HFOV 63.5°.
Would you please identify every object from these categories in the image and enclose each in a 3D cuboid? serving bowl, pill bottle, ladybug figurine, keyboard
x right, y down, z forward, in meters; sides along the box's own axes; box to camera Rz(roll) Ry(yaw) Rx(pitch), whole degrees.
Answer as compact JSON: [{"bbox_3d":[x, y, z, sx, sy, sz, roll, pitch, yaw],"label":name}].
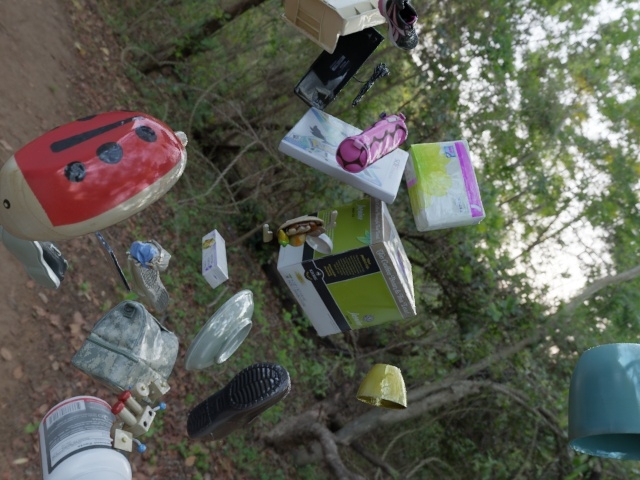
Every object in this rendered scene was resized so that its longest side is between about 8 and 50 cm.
[{"bbox_3d":[0.000,0.000,1.381,0.083,0.027,0.083,28,-25,14],"label":"serving bowl"},{"bbox_3d":[-0.483,0.463,1.063,0.283,0.161,0.161,32,-19,54],"label":"pill bottle"},{"bbox_3d":[-0.519,-0.169,1.177,0.305,0.449,0.162,45,-25,33],"label":"ladybug figurine"},{"bbox_3d":[0.085,-0.524,1.617,0.201,0.317,0.033,41,1,-3],"label":"keyboard"}]

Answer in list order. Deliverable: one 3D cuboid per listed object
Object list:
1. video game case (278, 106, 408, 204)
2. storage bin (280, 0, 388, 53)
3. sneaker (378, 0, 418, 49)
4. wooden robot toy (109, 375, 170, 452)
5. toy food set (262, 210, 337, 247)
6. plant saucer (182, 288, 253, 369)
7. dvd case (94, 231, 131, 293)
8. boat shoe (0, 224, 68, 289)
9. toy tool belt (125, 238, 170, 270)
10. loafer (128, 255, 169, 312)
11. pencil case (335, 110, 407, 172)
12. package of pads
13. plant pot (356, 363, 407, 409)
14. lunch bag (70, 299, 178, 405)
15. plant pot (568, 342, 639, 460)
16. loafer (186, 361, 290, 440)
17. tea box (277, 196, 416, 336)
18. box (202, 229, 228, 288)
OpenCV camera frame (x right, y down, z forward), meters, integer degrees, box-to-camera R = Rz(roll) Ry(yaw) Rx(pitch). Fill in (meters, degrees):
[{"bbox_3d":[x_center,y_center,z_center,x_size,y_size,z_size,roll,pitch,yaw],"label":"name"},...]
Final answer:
[{"bbox_3d":[0.078,-0.248,1.443,0.329,0.036,0.300,26,35,1],"label":"video game case"},{"bbox_3d":[0.069,-0.672,1.493,0.260,0.262,0.123,45,-34,28],"label":"storage bin"},{"bbox_3d":[0.205,-0.530,1.266,0.077,0.072,0.178,35,1,37],"label":"sneaker"},{"bbox_3d":[-0.312,0.286,0.832,0.076,0.079,0.173,50,17,-16],"label":"wooden robot toy"},{"bbox_3d":[-0.047,-0.020,1.286,0.132,0.192,0.038,99,-22,-71],"label":"toy food set"},{"bbox_3d":[-0.379,0.382,2.085,0.100,0.400,0.400,36,2,11],"label":"plant saucer"},{"bbox_3d":[-0.767,0.076,1.908,0.164,0.018,0.221,39,-32,36],"label":"dvd case"},{"bbox_3d":[-0.822,0.023,1.498,0.302,0.114,0.091,101,3,-52],"label":"boat shoe"},{"bbox_3d":[-0.296,0.022,0.862,0.083,0.052,0.051,25,13,23],"label":"toy tool belt"},{"bbox_3d":[-0.609,0.143,1.781,0.102,0.092,0.268,-64,152,-50],"label":"loafer"},{"bbox_3d":[0.126,-0.238,1.238,0.095,0.098,0.209,48,47,2],"label":"pencil case"},{"bbox_3d":[0.410,-0.186,1.755,0.101,0.229,0.296,133,-52,-71],"label":"package of pads"},{"bbox_3d":[0.168,0.382,1.368,0.134,0.134,0.095,51,46,-53],"label":"plant pot"},{"bbox_3d":[-0.599,0.358,1.660,0.212,0.256,0.305,18,-27,20],"label":"lunch bag"},{"bbox_3d":[0.769,0.398,1.294,0.293,0.293,0.235,52,39,-49],"label":"plant pot"},{"bbox_3d":[-0.227,0.483,1.537,0.130,0.366,0.134,43,23,-40],"label":"loafer"},{"bbox_3d":[0.089,0.085,1.568,0.220,0.323,0.329,-84,154,-47],"label":"tea box"},{"bbox_3d":[-0.374,0.057,1.821,0.067,0.063,0.324,55,3,-27],"label":"box"}]
